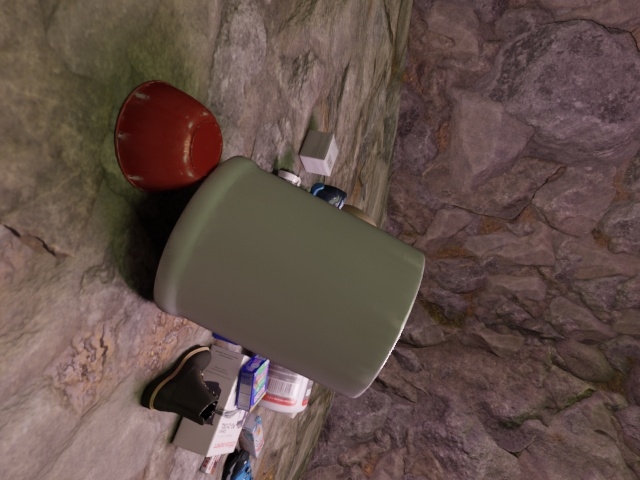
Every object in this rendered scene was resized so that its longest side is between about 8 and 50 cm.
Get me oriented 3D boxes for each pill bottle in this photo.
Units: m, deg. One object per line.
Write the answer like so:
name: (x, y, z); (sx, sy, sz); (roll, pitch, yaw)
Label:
pill bottle: (-0.096, 0.317, 1.287); (0.210, 0.210, 0.362); (42, 64, -72)

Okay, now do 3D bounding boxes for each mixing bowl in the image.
mixing bowl: (-0.222, -0.156, 0.670); (0.181, 0.098, 0.181); (15, 90, -75)

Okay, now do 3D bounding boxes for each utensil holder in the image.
utensil holder: (-0.049, 0.071, 0.788); (0.327, 0.386, 0.327); (-63, 178, -3)

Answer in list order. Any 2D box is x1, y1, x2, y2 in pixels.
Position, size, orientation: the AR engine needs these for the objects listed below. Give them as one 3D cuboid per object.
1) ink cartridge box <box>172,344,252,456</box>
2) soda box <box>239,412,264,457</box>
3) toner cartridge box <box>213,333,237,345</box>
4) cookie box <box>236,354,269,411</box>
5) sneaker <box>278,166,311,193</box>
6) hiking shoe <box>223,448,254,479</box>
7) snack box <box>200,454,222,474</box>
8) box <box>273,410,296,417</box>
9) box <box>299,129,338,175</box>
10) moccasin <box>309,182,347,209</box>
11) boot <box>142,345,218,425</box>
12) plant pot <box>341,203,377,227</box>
ink cartridge box: (-0.247, 0.403, 1.051); (0.172, 0.100, 0.237); (65, 42, -65)
soda box: (-0.230, 0.643, 1.376); (0.058, 0.063, 0.183); (-59, 157, -47)
toner cartridge box: (-0.165, 0.101, 1.116); (0.348, 0.075, 0.165); (-54, 155, -53)
cookie box: (-0.165, 0.349, 1.027); (0.092, 0.040, 0.107); (-32, 133, -70)
sneaker: (-0.082, -0.125, 1.217); (0.106, 0.078, 0.234); (-68, 162, -5)
hiking shoe: (-0.241, 0.816, 1.362); (0.113, 0.132, 0.304); (-41, 142, -63)
snack box: (-0.287, 0.578, 1.205); (0.064, 0.022, 0.178); (78, 31, -54)
box: (-0.109, 0.441, 1.472); (0.121, 0.148, 0.311); (-3, 108, -74)
box: (-0.004, -0.276, 1.317); (0.101, 0.087, 0.101); (62, 44, -67)
moccasin: (0.000, 0.000, 1.236); (0.137, 0.117, 0.342); (-92, -167, -52)
boot: (-0.254, 0.309, 0.882); (0.198, 0.137, 0.076); (-45, 146, -62)
plant pot: (0.044, 0.033, 1.436); (0.191, 0.284, 0.284); (-31, 133, -56)
